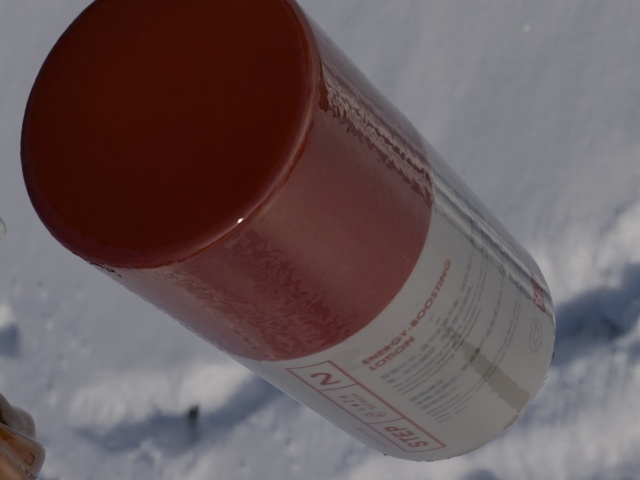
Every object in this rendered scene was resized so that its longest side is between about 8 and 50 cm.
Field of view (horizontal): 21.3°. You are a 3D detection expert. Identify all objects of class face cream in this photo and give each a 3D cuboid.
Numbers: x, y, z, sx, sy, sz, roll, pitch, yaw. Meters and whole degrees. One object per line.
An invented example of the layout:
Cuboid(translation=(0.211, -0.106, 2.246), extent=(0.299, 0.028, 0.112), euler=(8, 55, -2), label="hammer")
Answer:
Cuboid(translation=(0.000, 0.000, 0.550), extent=(0.095, 0.214, 0.096), euler=(-9, 66, 22), label="face cream")

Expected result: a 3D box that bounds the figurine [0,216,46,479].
Cuboid(translation=(-0.207, 0.040, 0.734), extent=(0.189, 0.142, 0.263), euler=(-25, 70, 31), label="figurine")
